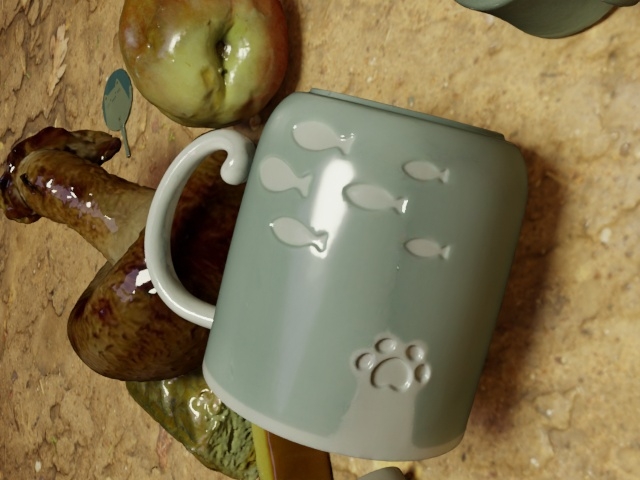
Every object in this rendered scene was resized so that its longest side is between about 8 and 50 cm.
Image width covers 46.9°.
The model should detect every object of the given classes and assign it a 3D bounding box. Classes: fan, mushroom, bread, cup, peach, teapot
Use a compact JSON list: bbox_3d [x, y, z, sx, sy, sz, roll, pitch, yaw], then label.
[{"bbox_3d":[-0.360,-0.225,1.323,0.113,0.005,0.175,-35,63,42],"label":"fan"},{"bbox_3d":[-0.213,-0.024,0.925,0.356,0.331,0.334,56,172,-11],"label":"mushroom"},{"bbox_3d":[-0.043,0.217,0.902,0.049,0.088,0.226,-22,72,50],"label":"bread"},{"bbox_3d":[-0.176,0.213,1.022,0.267,0.130,0.152,22,115,47],"label":"bread"},{"bbox_3d":[0.000,0.000,0.692,0.356,0.259,0.275,18,101,16],"label":"cup"},{"bbox_3d":[-0.160,-0.250,0.951,0.235,0.214,0.214,19,104,55],"label":"peach"},{"bbox_3d":[0.165,-0.252,0.611,0.239,0.149,0.162,51,132,36],"label":"teapot"}]

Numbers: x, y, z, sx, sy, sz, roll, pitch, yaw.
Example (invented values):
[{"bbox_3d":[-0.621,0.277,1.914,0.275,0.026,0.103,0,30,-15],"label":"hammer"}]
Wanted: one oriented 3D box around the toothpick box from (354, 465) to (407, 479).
[{"bbox_3d":[0.083,0.335,0.741,0.181,0.111,0.111,56,128,34],"label":"toothpick box"}]
